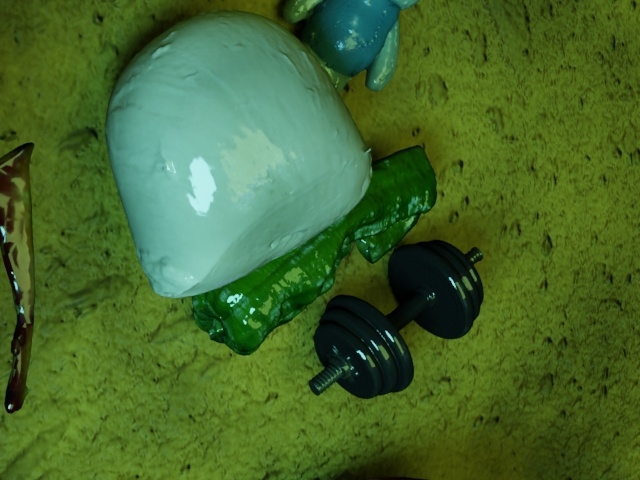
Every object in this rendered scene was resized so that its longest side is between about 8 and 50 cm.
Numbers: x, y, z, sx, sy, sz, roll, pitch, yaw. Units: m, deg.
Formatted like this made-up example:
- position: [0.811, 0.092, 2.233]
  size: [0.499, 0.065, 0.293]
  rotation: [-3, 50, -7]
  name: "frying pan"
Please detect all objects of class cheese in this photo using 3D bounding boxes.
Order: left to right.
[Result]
- position: [-0.070, -0.073, 1.245]
  size: [0.198, 0.154, 0.189]
  rotation: [-29, 91, -24]
  name: "cheese"

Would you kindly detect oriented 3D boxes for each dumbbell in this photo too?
- position: [0.067, 0.067, 1.433]
  size: [0.208, 0.099, 0.099]
  rotation: [-38, 121, -28]
  name: "dumbbell"

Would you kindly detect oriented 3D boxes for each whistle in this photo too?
- position: [0.031, -0.186, 1.368]
  size: [0.114, 0.077, 0.236]
  rotation: [39, 77, -18]
  name: "whistle"

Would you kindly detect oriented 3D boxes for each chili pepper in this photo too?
- position: [0.000, 0.001, 1.369]
  size: [0.253, 0.083, 0.099]
  rotation: [-34, 158, -32]
  name: "chili pepper"

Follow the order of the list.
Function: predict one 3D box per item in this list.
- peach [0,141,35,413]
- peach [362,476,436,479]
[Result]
- position: [-0.355, 0.060, 0.918]
  size: [0.310, 0.335, 0.406]
  rotation: [1, 102, -50]
  name: "peach"
- position: [0.065, 0.313, 1.398]
  size: [0.245, 0.248, 0.275]
  rotation: [34, 44, -12]
  name: "peach"
